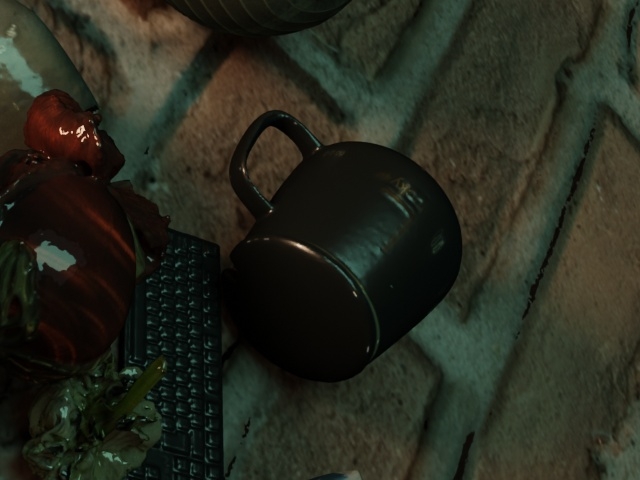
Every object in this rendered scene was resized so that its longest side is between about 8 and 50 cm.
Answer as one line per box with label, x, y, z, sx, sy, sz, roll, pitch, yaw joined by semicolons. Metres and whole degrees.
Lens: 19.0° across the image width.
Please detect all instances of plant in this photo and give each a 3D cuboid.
plant;-0.154;0.133;1.399;0.104;0.122;0.116;38;43;-22

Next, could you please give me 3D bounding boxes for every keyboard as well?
keyboard;-0.116;0.125;1.517;0.101;0.018;0.309;20;52;-32

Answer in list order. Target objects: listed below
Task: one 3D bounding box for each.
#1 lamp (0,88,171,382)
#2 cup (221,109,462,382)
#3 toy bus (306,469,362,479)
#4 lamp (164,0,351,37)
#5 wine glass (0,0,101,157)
lamp;-0.190;0.018;1.383;0.151;0.215;0.223;34;67;26
cup;0.000;0.000;1.599;0.223;0.169;0.176;49;50;-8
toy bus;-0.074;0.269;1.384;0.297;0.106;0.131;-14;85;-45
lamp;-0.063;-0.296;1.694;0.265;0.233;0.233;-33;88;-36
wine glass;-0.285;-0.157;1.467;0.241;0.126;0.126;48;42;-8
